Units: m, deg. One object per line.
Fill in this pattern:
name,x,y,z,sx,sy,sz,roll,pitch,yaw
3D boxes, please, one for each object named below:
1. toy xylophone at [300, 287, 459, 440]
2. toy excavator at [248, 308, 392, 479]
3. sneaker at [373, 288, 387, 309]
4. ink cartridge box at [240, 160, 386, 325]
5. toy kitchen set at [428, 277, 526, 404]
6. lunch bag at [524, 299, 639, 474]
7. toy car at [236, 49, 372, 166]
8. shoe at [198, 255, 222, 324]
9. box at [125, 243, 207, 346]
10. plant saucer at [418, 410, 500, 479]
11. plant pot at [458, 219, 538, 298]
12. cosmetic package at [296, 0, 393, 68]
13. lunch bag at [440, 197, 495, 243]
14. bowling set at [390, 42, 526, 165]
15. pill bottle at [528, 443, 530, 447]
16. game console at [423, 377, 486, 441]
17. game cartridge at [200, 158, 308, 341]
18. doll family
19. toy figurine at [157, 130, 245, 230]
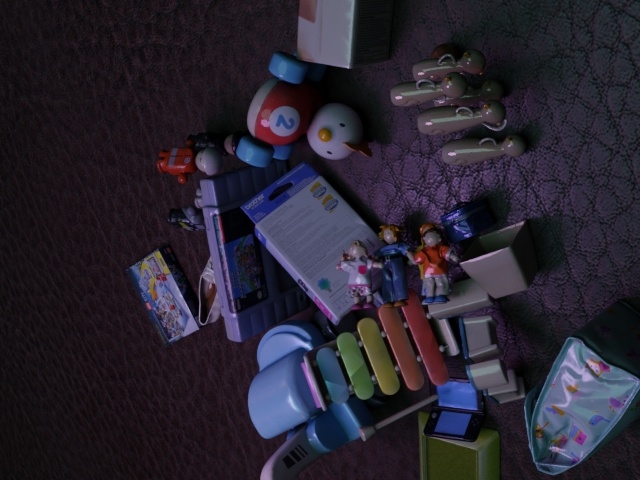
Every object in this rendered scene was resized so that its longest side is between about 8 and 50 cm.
toy xylophone,0.129,0.254,1.567,0.236,0.322,0.081,61,167,0
toy excavator,-0.040,0.397,1.610,0.222,0.445,0.433,-35,84,40
sneaker,0.103,0.098,1.656,0.135,0.052,0.058,53,137,14
ink cartridge box,0.000,0.000,1.616,0.311,0.186,0.065,48,163,12
toy kitchen set,0.304,0.202,1.522,0.122,0.166,0.207,-17,60,24
lunch bag,0.467,0.259,1.330,0.160,0.223,0.262,35,125,29
toy car,-0.005,-0.226,1.541,0.238,0.210,0.219,28,111,12
shoe,-0.259,0.115,1.924,0.076,0.058,0.219,28,121,26
box,-0.402,0.146,2.050,0.159,0.044,0.233,-28,88,39
plant saucer,0.283,0.474,1.655,0.188,0.045,0.188,8,110,35
plant pot,0.337,0.042,1.432,0.109,0.109,0.096,-23,103,39
cosmetic package,0.051,-0.477,1.429,0.129,0.153,0.296,18,114,30
lunch bag,0.269,-0.040,1.452,0.067,0.098,0.065,-26,87,45
bowling set,0.248,-0.270,1.345,0.154,0.287,0.200,-4,70,31
pill bottle,0.435,0.373,1.509,0.043,0.043,0.083,37,124,21
game console,0.269,0.346,1.608,0.122,0.107,0.071,-2,133,38
game cartridge,-0.137,0.018,1.687,0.068,0.230,0.355,3,109,38
doll family,0.164,0.045,1.508,0.263,0.118,0.163,-9,80,35
toy figurine,-0.243,-0.132,1.734,0.148,0.213,0.210,2,111,19
